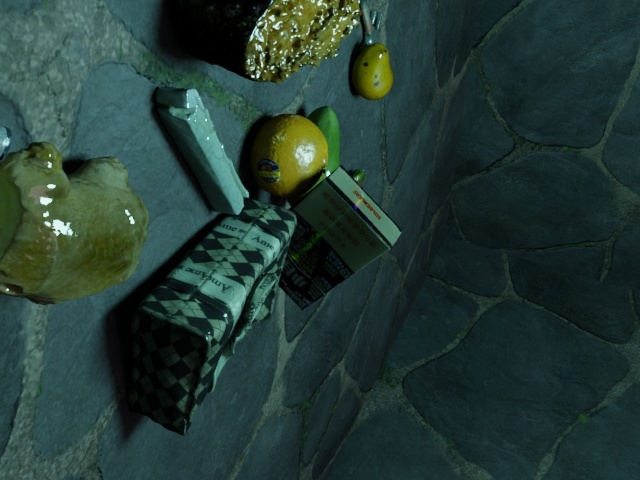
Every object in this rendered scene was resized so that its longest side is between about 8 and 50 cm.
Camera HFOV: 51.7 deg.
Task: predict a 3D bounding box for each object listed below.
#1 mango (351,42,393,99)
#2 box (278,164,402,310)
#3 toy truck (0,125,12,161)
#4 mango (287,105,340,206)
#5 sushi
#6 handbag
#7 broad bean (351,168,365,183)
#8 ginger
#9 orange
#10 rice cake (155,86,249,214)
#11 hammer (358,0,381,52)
[{"bbox_3d":[0.140,-0.453,1.792,0.115,0.090,0.178,-30,154,-2],"label":"mango"},{"bbox_3d":[0.000,0.000,1.440,0.310,0.198,0.084,-38,-172,39],"label":"box"},{"bbox_3d":[-0.393,-0.052,0.657,0.098,0.114,0.226,17,90,-49],"label":"toy truck"},{"bbox_3d":[-0.018,-0.188,1.546,0.156,0.114,0.250,-177,-88,-75],"label":"mango"},{"bbox_3d":[-0.076,-0.399,1.098,0.348,0.208,0.234,-47,155,-47],"label":"sushi"},{"bbox_3d":[-0.199,0.146,1.309,0.416,0.180,0.316,-56,164,-51],"label":"handbag"},{"bbox_3d":[0.065,-0.129,1.947,0.052,0.052,0.256,48,54,-21],"label":"broad bean"},{"bbox_3d":[-0.328,-0.030,0.840,0.275,0.130,0.221,-58,148,-50],"label":"ginger"},{"bbox_3d":[-0.067,-0.177,1.397,0.178,0.155,0.177,-21,113,-61],"label":"orange"},{"bbox_3d":[-0.203,-0.150,1.169,0.336,0.066,0.062,71,32,-61],"label":"rice cake"},{"bbox_3d":[0.108,-0.601,1.681,0.111,0.033,0.287,-67,160,-13],"label":"hammer"}]
